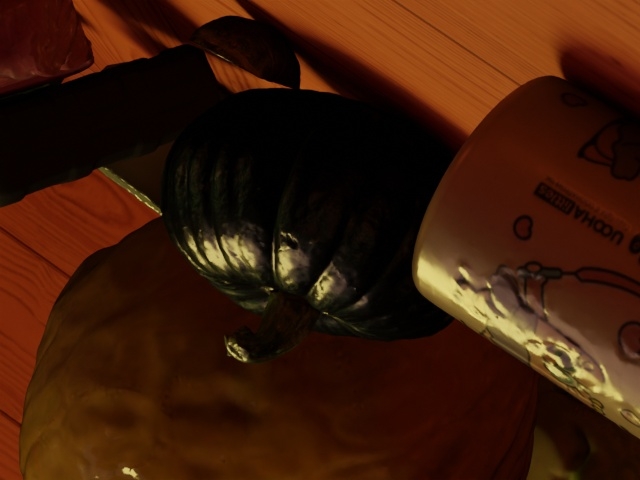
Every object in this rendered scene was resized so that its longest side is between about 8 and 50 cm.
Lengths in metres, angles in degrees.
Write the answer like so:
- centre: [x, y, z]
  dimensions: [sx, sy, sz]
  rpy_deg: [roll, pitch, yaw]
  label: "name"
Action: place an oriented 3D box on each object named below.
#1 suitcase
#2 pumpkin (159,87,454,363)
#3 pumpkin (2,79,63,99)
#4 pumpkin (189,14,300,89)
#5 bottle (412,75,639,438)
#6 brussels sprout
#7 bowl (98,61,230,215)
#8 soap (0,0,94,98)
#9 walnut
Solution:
- centre: [-0.222, -0.067, 1.405]
  dimensions: [0.285, 0.206, 0.066]
  rpy_deg: [-9, 101, 52]
  label: "suitcase"
- centre: [0.005, -0.012, 1.109]
  dimensions: [0.194, 0.150, 0.194]
  rpy_deg: [0, -170, 0]
  label: "pumpkin"
- centre: [-0.303, -0.188, 1.801]
  dimensions: [0.167, 0.125, 0.167]
  rpy_deg: [54, -176, -5]
  label: "pumpkin"
- centre: [-0.037, -0.108, 1.102]
  dimensions: [0.050, 0.028, 0.083]
  rpy_deg: [30, -176, 25]
  label: "pumpkin"
- centre: [0.144, 0.031, 0.707]
  dimensions: [0.209, 0.097, 0.110]
  rpy_deg: [34, -152, 20]
  label: "bottle"
- centre: [0.240, 0.258, 1.749]
  dimensions: [0.328, 0.247, 0.328]
  rpy_deg: [32, 179, 1]
  label: "brussels sprout"
- centre: [-0.116, -0.076, 1.630]
  dimensions: [0.211, 0.112, 0.211]
  rpy_deg: [34, 176, 3]
  label: "bowl"
- centre: [-0.322, -0.108, 1.173]
  dimensions: [0.233, 0.360, 0.128]
  rpy_deg: [-170, 62, -84]
  label: "soap"
- centre: [-0.026, 0.132, 1.479]
  dimensions: [0.354, 0.398, 0.308]
  rpy_deg: [52, -160, -59]
  label: "walnut"
